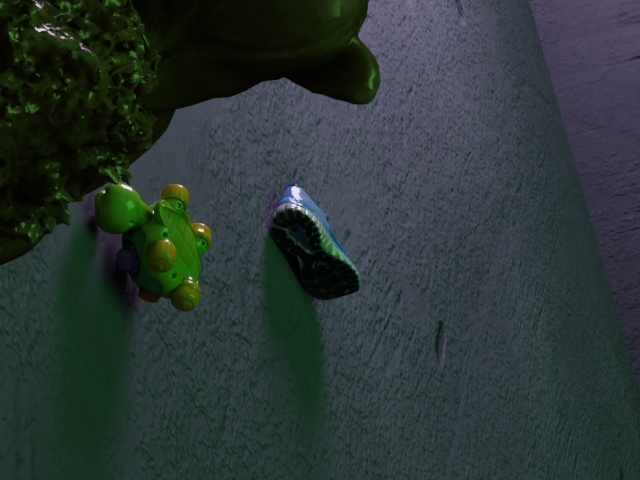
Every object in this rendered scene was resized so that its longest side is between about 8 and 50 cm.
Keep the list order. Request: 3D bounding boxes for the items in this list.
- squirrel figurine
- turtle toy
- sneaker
[{"bbox_3d":[-0.156,-0.104,1.077,0.397,0.370,0.281,-66,140,-60],"label":"squirrel figurine"},{"bbox_3d":[-0.145,0.000,1.510,0.095,0.066,0.130,-81,152,-45],"label":"turtle toy"},{"bbox_3d":[0.000,0.000,1.929,0.073,0.063,0.162,-87,156,-45],"label":"sneaker"}]
